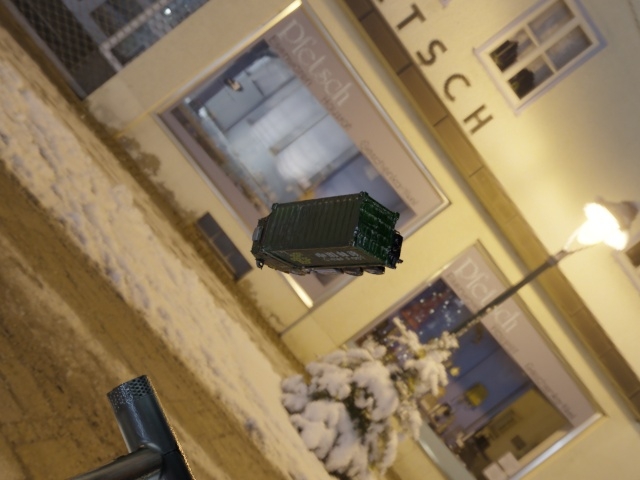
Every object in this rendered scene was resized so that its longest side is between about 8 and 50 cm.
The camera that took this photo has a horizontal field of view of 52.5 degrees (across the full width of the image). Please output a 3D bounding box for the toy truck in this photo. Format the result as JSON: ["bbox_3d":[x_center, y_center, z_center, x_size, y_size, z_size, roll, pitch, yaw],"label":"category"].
[{"bbox_3d":[0.000,0.000,0.959,0.259,0.088,0.121,-5,-24,46],"label":"toy truck"}]

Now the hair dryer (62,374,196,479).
[{"bbox_3d":[-0.221,0.344,0.758,0.320,0.155,0.284,58,27,4],"label":"hair dryer"}]
